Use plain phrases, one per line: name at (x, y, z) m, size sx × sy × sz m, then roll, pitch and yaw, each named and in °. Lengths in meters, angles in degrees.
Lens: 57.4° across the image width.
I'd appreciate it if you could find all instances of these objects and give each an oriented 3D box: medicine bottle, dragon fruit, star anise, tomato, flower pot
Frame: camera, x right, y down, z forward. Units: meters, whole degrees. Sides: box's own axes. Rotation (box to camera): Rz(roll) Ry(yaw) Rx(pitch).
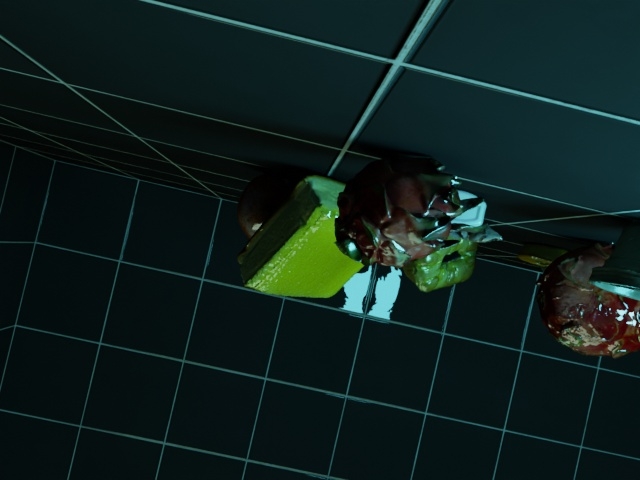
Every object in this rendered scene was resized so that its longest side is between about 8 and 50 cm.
medicine bottle at (0.281, -0.061, 1.273) m, size 0.115 × 0.078 × 0.219 m, roll 11°, pitch 178°, yaw 4°
dragon fruit at (0.142, -0.050, 0.970) m, size 0.274 × 0.192 × 0.193 m, roll -21°, pitch -129°, yaw -14°
dragon fruit at (0.715, 0.153, 1.494) m, size 0.302 × 0.295 × 0.295 m, roll 2°, pitch 178°, yaw 4°
star anise at (0.416, -0.032, 1.657) m, size 0.195 × 0.065 × 0.182 m, roll 8°, pitch -178°, yaw 16°
tomato at (-0.116, -0.089, 1.606) m, size 0.232 × 0.188 × 0.232 m, roll 1°, pitch 148°, yaw 1°
flower pot at (0.622, 0.044, 1.067) m, size 0.236 × 0.140 × 0.235 m, roll 13°, pitch 177°, yaw 1°

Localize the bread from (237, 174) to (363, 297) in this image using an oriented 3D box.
bread at (0.000, 0.000, 1.485) m, size 0.324 × 0.333 × 0.143 m, roll 13°, pitch -140°, yaw -47°

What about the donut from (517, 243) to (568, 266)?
donut at (0.742, 0.050, 1.935) m, size 0.162 × 0.065 × 0.178 m, roll 18°, pitch 178°, yaw -17°

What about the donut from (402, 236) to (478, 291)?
donut at (0.375, 0.041, 1.819) m, size 0.262 × 0.208 × 0.128 m, roll -10°, pitch -155°, yaw -34°
